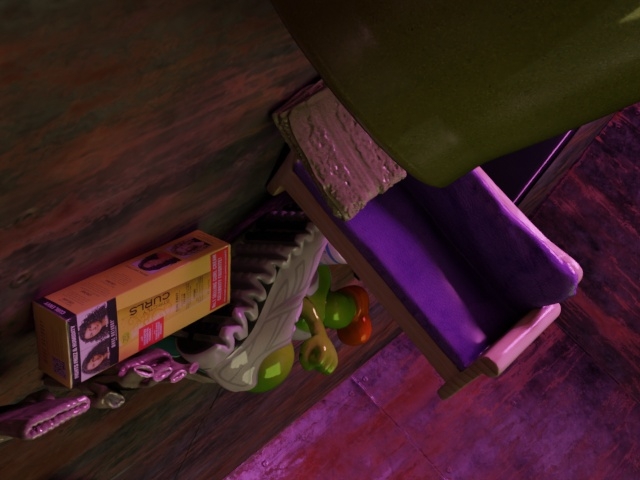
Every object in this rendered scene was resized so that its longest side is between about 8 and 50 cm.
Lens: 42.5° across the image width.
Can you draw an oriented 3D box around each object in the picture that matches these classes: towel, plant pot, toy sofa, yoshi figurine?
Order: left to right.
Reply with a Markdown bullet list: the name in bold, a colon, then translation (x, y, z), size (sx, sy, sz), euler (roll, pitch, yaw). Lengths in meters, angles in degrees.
- **yoshi figurine**: translation (-0.059, 0.139, 1.264), size (0.203, 0.203, 0.362), euler (-39, 162, 18)
- **towel**: translation (0.023, -0.107, 0.907), size (0.110, 0.148, 0.027), euler (-37, -169, -17)
- **toy sofa**: translation (0.119, -0.009, 0.984), size (0.150, 0.362, 0.177), euler (-32, 168, -38)
- **plant pot**: translation (0.154, -0.231, 0.587), size (0.353, 0.366, 0.366), euler (-36, 169, 18)

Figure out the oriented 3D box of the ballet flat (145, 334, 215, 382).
- **ballet flat**: translation (-0.186, 0.155, 1.093), size (0.052, 0.168, 0.057), euler (-45, -150, 43)

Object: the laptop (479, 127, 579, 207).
- **laptop**: translation (0.242, -0.158, 1.343), size (0.382, 0.236, 0.408), euler (-49, -174, -13)

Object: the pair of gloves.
- **pair of gloves**: translation (-0.271, 0.172, 0.877), size (0.204, 0.042, 0.240), euler (-13, -175, 35)

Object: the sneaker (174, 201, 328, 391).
- **sneaker**: translation (-0.064, 0.063, 1.065), size (0.292, 0.110, 0.118), euler (-53, 126, -25)

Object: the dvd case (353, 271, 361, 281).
- **dvd case**: translation (0.150, -0.020, 1.697), size (0.179, 0.029, 0.239), euler (-40, 165, -19)

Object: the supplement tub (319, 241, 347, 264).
- **supplement tub**: translation (0.000, 0.000, 1.167), size (0.107, 0.071, 0.071), euler (-4, -164, 41)

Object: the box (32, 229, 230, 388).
- **box**: translation (-0.196, 0.068, 0.896), size (0.232, 0.058, 0.087), euler (-27, 130, -48)
